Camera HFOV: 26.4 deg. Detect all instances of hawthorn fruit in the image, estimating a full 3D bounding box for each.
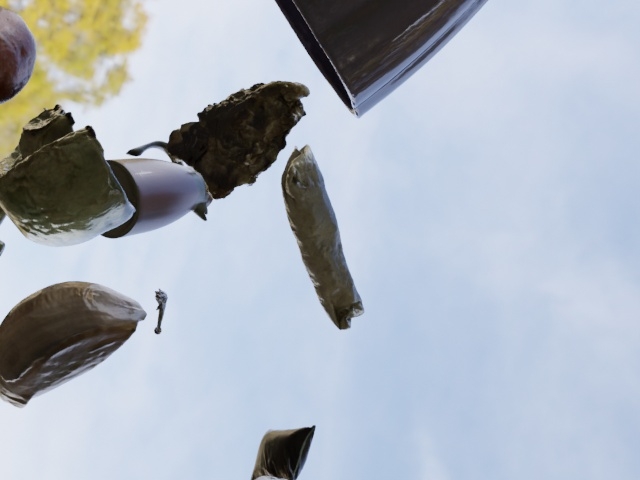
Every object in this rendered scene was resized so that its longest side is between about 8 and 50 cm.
[{"bbox_3d":[-0.460,-0.247,1.902,0.149,0.149,0.189,-53,-132,27],"label":"hawthorn fruit"}]

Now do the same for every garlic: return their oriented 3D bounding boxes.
[{"bbox_3d":[-0.292,0.109,1.465,0.195,0.101,0.087,-37,-138,12],"label":"garlic"}]

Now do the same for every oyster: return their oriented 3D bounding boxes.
[{"bbox_3d":[-0.077,-0.111,1.330,0.148,0.051,0.103,-40,-115,2],"label":"oyster"}]

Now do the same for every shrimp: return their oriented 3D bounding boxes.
[{"bbox_3d":[-0.289,0.127,2.459,0.114,0.023,0.083,105,-9,-73],"label":"shrimp"}]

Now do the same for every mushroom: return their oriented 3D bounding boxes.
[{"bbox_3d":[-0.381,-0.073,1.975,0.164,0.189,0.267,-36,-153,-12],"label":"mushroom"}]

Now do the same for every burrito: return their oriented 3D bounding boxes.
[{"bbox_3d":[0.000,0.000,1.859,0.059,0.275,0.082,-5,-146,23],"label":"burrito"}]

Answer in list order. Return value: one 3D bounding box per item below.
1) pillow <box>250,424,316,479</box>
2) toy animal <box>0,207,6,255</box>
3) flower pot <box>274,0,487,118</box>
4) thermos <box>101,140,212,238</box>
[{"bbox_3d":[-0.060,0.325,2.076,0.150,0.048,0.090,-18,-120,61],"label":"pillow"},{"bbox_3d":[-0.571,-0.024,2.281,0.218,0.101,0.103,-59,-179,-12],"label":"toy animal"},{"bbox_3d":[0.066,-0.315,1.549,0.243,0.265,0.265,-36,-144,-1],"label":"flower pot"},{"bbox_3d":[-0.316,-0.103,2.592,0.146,0.265,0.176,-27,-97,34],"label":"thermos"}]
